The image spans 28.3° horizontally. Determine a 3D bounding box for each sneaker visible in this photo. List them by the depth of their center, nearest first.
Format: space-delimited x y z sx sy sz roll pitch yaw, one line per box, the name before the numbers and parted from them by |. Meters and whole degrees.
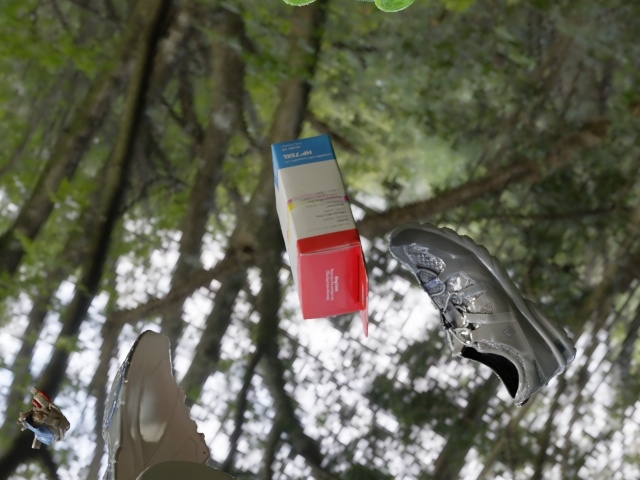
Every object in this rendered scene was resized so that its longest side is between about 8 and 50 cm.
sneaker | -0.203 0.244 1.574 0.129 0.111 0.297 12 -130 -17
sneaker | 0.189 0.089 1.584 0.281 0.115 0.105 41 157 1

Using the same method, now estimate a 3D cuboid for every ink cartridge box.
ink cartridge box | 0.000 0.000 1.560 0.078 0.134 0.231 -10 -129 -6

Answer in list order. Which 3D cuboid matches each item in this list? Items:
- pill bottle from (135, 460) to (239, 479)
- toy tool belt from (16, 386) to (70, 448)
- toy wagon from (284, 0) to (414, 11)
pill bottle | -0.167 0.371 1.152 0.188 0.334 0.188 25 -159 -10
toy tool belt | -0.325 0.210 1.470 0.052 0.051 0.083 36 161 26
toy wagon | -0.036 -0.382 1.497 0.344 0.068 0.267 -1 -126 -23
